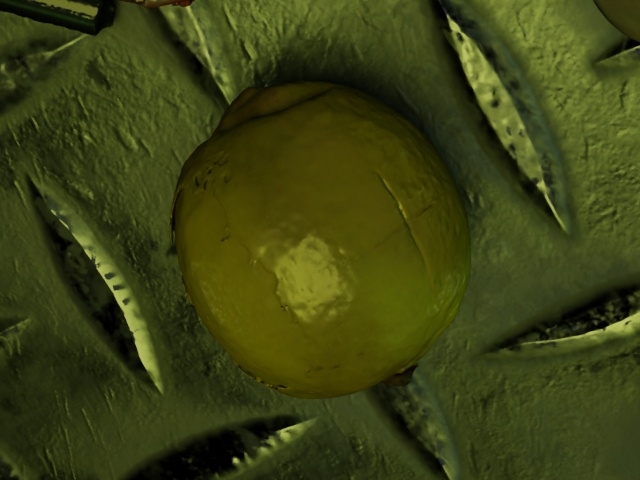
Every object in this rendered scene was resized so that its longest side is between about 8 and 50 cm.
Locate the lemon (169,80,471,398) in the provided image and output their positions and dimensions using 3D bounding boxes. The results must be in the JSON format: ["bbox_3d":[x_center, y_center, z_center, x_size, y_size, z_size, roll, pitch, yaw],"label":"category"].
[{"bbox_3d":[-0.001,0.000,1.273,0.297,0.297,0.297,4,115,9],"label":"lemon"}]

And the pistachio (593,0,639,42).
[{"bbox_3d":[0.336,-0.364,1.034,0.281,0.365,0.445,-7,117,-35],"label":"pistachio"}]

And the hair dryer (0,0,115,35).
[{"bbox_3d":[-0.366,-0.222,1.348,0.302,0.116,0.244,15,119,-4],"label":"hair dryer"}]

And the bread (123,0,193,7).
[{"bbox_3d":[-0.155,-0.326,1.231,0.224,0.142,0.212,13,112,4],"label":"bread"}]
